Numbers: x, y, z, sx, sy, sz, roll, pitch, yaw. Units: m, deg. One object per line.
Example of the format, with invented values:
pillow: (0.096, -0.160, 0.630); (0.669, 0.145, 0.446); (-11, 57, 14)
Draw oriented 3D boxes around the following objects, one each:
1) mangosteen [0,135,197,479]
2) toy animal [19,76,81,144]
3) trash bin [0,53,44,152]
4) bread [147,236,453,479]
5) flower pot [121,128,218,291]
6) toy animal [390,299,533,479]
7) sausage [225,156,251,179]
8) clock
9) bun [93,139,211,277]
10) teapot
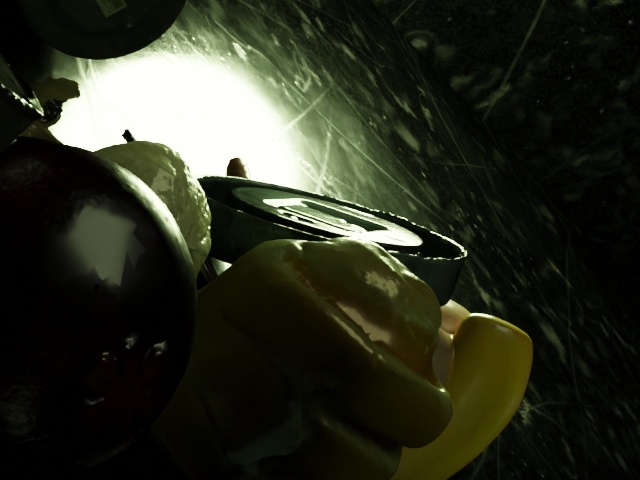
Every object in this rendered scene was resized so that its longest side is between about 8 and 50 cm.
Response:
mangosteen: (-0.272, 0.046, 1.554); (0.347, 0.307, 0.307); (40, 7, 36)
toy animal: (-0.312, -0.086, 2.018); (0.214, 0.093, 0.186); (63, 23, 3)
trash bin: (-0.391, -0.076, 1.385); (0.203, 0.301, 0.252); (47, 5, -4)
bread: (-0.019, 0.159, 1.889); (0.300, 0.341, 0.210); (54, 11, -17)
flower pot: (-0.196, 0.002, 2.085); (0.251, 0.084, 0.179); (59, -1, 16)
toy animal: (0.088, 0.182, 2.344); (0.345, 0.278, 0.247); (6, 22, -24)
sausage: (-0.095, -0.041, 2.520); (0.043, 0.043, 0.186); (25, 34, -56)
clock: (0.000, 0.000, 2.287); (0.386, 0.076, 0.386); (14, 9, -2)
bun: (-0.208, 0.007, 1.885); (0.134, 0.220, 0.220); (46, 10, 36)
teapot: (-0.351, -0.383, 2.326); (0.239, 0.321, 0.239); (-127, -150, -54)
